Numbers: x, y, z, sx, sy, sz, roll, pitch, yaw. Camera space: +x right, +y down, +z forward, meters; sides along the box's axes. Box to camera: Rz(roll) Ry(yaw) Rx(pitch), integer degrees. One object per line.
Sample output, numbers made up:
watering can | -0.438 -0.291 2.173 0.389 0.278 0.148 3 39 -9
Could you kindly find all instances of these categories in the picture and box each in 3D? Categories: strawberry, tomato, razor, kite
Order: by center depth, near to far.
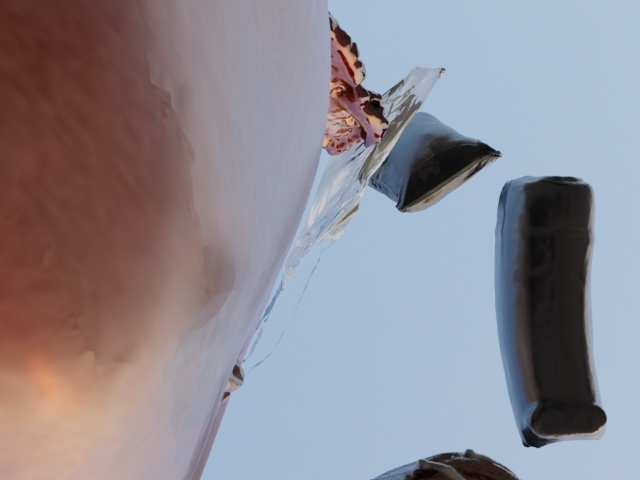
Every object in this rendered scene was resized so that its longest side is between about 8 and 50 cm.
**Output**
tomato | -0.129 -0.035 0.461 0.272 0.341 0.341 22 -128 13
strawberry | -0.036 -0.077 0.732 0.152 0.104 0.048 25 -136 -44
razor | 0.123 0.039 0.933 0.054 0.090 0.148 -3 -91 2
kite | 0.002 0.001 1.238 0.015 0.310 0.169 36 -147 10

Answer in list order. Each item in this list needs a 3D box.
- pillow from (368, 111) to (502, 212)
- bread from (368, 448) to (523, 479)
pillow | 0.080 -0.064 1.405 0.090 0.150 0.048 -46 -66 -2
bread | 0.078 0.204 1.013 0.160 0.073 0.160 22 -126 -34
